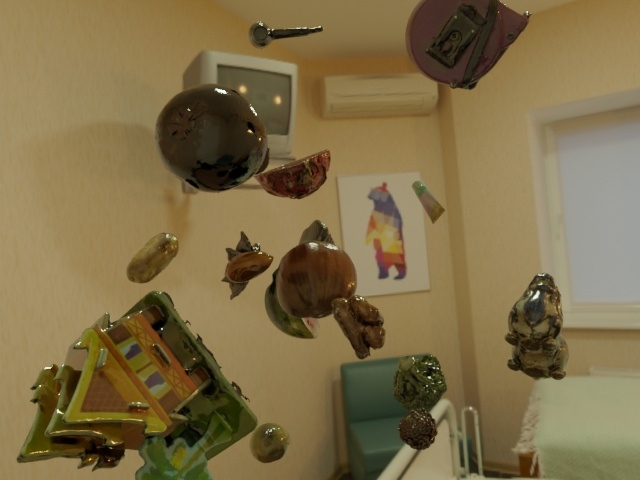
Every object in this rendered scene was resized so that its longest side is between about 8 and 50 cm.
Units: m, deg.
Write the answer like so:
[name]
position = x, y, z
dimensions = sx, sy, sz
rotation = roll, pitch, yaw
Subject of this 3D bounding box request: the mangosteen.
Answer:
[mangosteen]
position = -0.249, -0.239, 1.226
dimensions = 0.275, 0.274, 0.302
rotation = -5, -11, 20

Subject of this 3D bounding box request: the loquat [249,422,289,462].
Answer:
[loquat]
position = -0.190, 0.760, 1.869
dimensions = 0.152, 0.152, 0.195
rotation = -5, -35, -3

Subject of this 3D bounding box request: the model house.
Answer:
[model house]
position = -0.330, 0.317, 0.843
dimensions = 0.243, 0.357, 0.313
rotation = -37, -1, 24

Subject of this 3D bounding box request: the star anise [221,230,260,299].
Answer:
[star anise]
position = -0.239, 0.070, 1.534
dimensions = 0.063, 0.171, 0.208
rotation = 8, 36, 26

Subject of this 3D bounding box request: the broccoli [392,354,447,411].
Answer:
[broccoli]
position = 0.250, 0.364, 1.291
dimensions = 0.146, 0.137, 0.162
rotation = -27, 21, 10

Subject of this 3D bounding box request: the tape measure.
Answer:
[tape measure]
position = 0.320, -0.483, 1.148
dimensions = 0.232, 0.245, 0.149
rotation = 29, 25, -9

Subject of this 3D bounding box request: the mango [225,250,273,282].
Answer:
[mango]
position = -0.166, 0.057, 1.133
dimensions = 0.127, 0.063, 0.077
rotation = -22, 6, 30

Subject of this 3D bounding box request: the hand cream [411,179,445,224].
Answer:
[hand cream]
position = 0.393, -0.148, 1.817
dimensions = 0.047, 0.174, 0.076
rotation = 1, -41, -33

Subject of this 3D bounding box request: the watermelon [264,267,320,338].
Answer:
[watermelon]
position = -0.103, 0.231, 1.596
dimensions = 0.129, 0.303, 0.159
rotation = -18, 33, 13

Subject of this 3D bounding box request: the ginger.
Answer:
[ginger]
position = 0.098, 0.189, 1.131
dimensions = 0.103, 0.162, 0.073
rotation = -22, 14, 22

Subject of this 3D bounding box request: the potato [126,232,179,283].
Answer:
[potato]
position = -0.455, 0.046, 1.358
dimensions = 0.107, 0.080, 0.170
rotation = -10, 34, 45

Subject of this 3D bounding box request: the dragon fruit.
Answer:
[dragon fruit]
position = -0.094, -0.224, 1.907
dimensions = 0.317, 0.151, 0.205
rotation = -18, 11, 6

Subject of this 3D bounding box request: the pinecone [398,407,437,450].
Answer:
[pinecone]
position = 0.189, 0.366, 0.954
dimensions = 0.077, 0.083, 0.077
rotation = -18, 40, 15

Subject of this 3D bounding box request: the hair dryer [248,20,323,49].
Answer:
[hair dryer]
position = -0.101, -0.604, 1.454
dimensions = 0.219, 0.075, 0.195
rotation = -7, 19, -4

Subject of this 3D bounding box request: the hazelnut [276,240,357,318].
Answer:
[hazelnut]
position = -0.013, 0.094, 1.255
dimensions = 0.210, 0.186, 0.210
rotation = -8, 5, 1

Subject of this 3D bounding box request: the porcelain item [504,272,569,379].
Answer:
[porcelain item]
position = 0.550, 0.225, 1.258
dimensions = 0.138, 0.186, 0.288
rotation = 3, -39, 33

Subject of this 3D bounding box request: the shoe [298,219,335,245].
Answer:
[shoe]
position = 0.000, 0.000, 1.726
dimensions = 0.112, 0.099, 0.227
rotation = 23, -18, -17
